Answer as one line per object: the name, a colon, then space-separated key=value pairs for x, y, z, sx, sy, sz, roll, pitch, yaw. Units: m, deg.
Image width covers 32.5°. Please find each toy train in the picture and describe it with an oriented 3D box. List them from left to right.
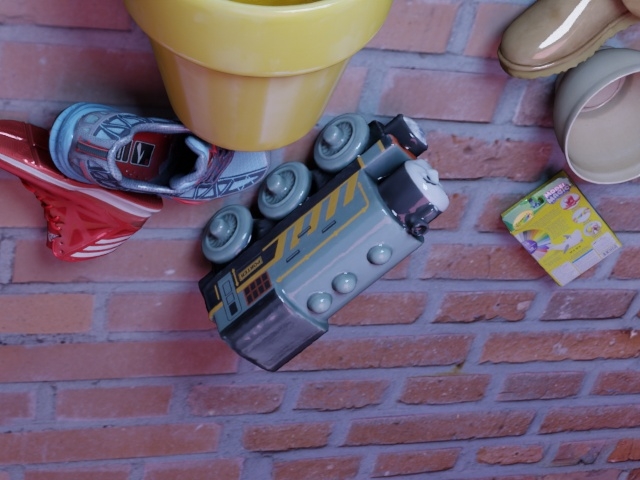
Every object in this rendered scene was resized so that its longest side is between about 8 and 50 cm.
toy train: x=0.000 y=0.000 z=1.261 sx=0.334 sy=0.190 sz=0.142 roll=-38 pitch=132 yaw=15

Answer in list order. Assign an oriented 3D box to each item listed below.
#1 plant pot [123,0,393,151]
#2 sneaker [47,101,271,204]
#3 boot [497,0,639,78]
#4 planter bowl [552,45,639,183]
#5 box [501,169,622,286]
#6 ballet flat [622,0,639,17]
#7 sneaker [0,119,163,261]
plant pot: x=-0.061 y=-0.218 z=1.026 sx=0.254 sy=0.254 sz=0.239 roll=-9 pitch=149 yaw=-12
sneaker: x=-0.144 y=-0.077 z=1.145 sx=0.262 sy=0.125 sz=0.104 roll=-1 pitch=106 yaw=-42
boot: x=0.265 y=-0.328 z=1.143 sx=0.236 sy=0.089 sz=0.269 roll=-32 pitch=136 yaw=-8
planter bowl: x=0.342 y=-0.162 z=1.298 sx=0.162 sy=0.109 sz=0.162 roll=-10 pitch=132 yaw=-12
box: x=0.317 y=-0.019 z=1.464 sx=0.105 sy=0.043 sz=0.179 roll=-36 pitch=135 yaw=14
ballet flat: x=0.330 y=-0.299 z=1.093 sx=0.080 sy=0.073 sz=0.232 roll=-40 pitch=135 yaw=-4
sneaker: x=-0.292 y=-0.038 z=1.194 sx=0.221 sy=0.087 sz=0.128 roll=25 pitch=117 yaw=-34
